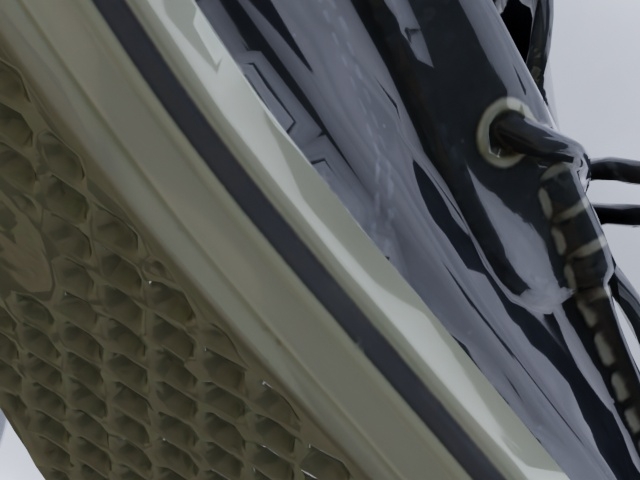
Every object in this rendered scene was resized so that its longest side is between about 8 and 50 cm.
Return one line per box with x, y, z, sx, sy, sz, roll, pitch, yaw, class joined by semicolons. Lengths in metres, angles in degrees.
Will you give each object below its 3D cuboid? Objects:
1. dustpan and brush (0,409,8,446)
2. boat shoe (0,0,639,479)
-0.159;0.010;0.936;0.147;0.060;0.211;92;-7;-73;dustpan and brush
0.000;0.000;0.478;0.187;0.156;0.500;-5;-54;48;boat shoe
